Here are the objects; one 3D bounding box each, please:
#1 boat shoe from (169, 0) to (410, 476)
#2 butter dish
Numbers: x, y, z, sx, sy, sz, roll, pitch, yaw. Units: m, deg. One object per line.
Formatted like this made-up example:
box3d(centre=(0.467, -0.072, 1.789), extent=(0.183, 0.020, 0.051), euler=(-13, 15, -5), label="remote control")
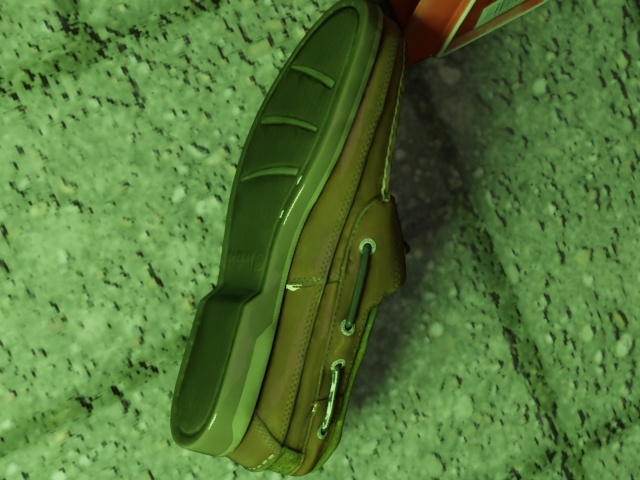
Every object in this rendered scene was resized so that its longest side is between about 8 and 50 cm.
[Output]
box3d(centre=(0.000, 0.000, 0.977), extent=(0.104, 0.110, 0.307), euler=(20, 92, -26), label="boat shoe")
box3d(centre=(0.100, -0.210, 1.008), extent=(0.160, 0.160, 0.118), euler=(-30, 78, -21), label="butter dish")
